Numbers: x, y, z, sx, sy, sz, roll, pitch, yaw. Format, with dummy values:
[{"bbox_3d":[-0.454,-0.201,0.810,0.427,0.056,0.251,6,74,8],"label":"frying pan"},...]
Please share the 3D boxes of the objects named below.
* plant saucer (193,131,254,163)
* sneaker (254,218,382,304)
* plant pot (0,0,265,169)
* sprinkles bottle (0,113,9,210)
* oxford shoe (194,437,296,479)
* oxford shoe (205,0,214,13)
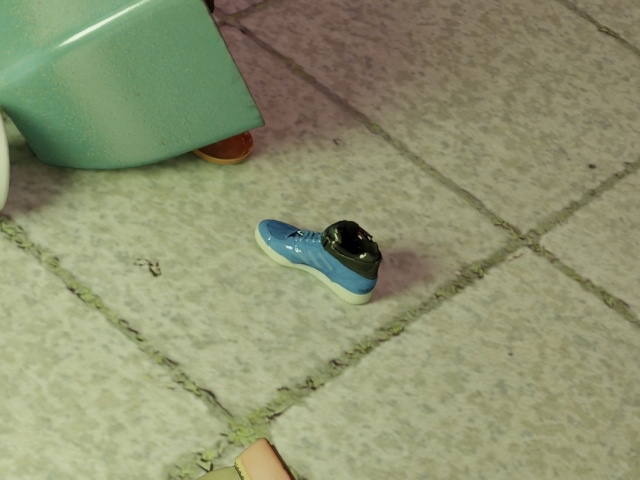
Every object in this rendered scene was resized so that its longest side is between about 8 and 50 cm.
[{"bbox_3d":[-0.121,-0.118,1.886,0.083,0.013,0.083,10,41,-9],"label":"plant saucer"},{"bbox_3d":[0.001,0.000,1.747,0.152,0.085,0.058,34,43,17],"label":"sneaker"},{"bbox_3d":[-0.246,-0.224,1.770,0.252,0.247,0.248,-27,51,0],"label":"plant pot"},{"bbox_3d":[-0.500,-0.075,1.610,0.355,0.121,0.121,-5,46,-25],"label":"sprinkles bottle"},{"bbox_3d":[-0.014,0.365,1.335,0.146,0.140,0.397,-28,58,-4],"label":"oxford shoe"},{"bbox_3d":[-0.174,-0.298,2.017,0.096,0.083,0.227,12,43,-21],"label":"oxford shoe"}]
